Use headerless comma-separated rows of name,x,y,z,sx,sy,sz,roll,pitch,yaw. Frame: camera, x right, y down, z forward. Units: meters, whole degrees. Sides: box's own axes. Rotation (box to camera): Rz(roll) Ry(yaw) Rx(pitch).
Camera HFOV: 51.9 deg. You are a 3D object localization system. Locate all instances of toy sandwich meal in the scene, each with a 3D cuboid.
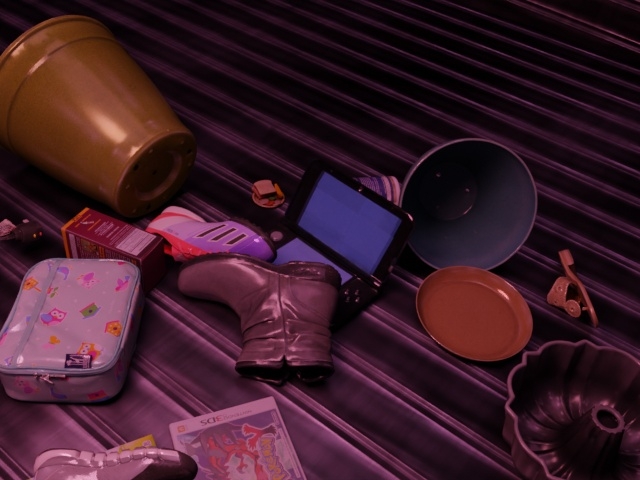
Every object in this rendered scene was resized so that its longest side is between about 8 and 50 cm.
toy sandwich meal,-0.125,-0.112,1.569,0.086,0.029,0.085,4,41,-4

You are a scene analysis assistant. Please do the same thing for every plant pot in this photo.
plant pot,0.305,-0.091,1.459,0.290,0.290,0.195,4,15,-3
plant pot,0.306,0.150,1.325,0.236,0.032,0.236,4,47,-5
plant pot,-0.477,-0.243,1.466,0.353,0.366,0.366,39,49,15

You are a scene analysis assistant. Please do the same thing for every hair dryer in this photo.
hair dryer,-0.724,0.033,1.308,0.224,0.080,0.293,12,33,29

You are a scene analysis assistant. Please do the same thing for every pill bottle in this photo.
pill bottle,0.095,-0.102,1.542,0.169,0.094,0.094,-3,42,-12

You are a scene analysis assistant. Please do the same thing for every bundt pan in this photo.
bundt pan,0.452,0.328,1.088,0.331,0.124,0.330,5,42,-4

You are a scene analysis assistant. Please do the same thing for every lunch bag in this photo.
lunch bag,-0.442,0.153,1.165,0.224,0.107,0.279,4,41,-4

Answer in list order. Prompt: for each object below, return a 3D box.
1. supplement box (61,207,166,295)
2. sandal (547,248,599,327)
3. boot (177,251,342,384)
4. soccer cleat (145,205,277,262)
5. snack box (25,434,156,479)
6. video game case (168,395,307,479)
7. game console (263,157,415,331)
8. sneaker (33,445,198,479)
supplement box,-0.412,0.022,1.320,0.188,0.104,0.081,20,43,13
sandal,0.521,0.112,1.398,0.079,0.088,0.240,-19,31,17
boot,-0.132,0.144,1.219,0.338,0.118,0.222,0,56,15
soccer cleat,-0.231,0.011,1.332,0.318,0.108,0.116,14,45,32
snack box,-0.313,0.398,0.937,0.207,0.070,0.174,-17,47,-23
video game case,-0.130,0.355,1.048,0.183,0.023,0.201,-11,45,-20
game console,0.000,0.000,1.355,0.293,0.173,0.250,34,48,28
sneaker,-0.284,0.355,0.885,0.229,0.086,0.132,-2,46,4
